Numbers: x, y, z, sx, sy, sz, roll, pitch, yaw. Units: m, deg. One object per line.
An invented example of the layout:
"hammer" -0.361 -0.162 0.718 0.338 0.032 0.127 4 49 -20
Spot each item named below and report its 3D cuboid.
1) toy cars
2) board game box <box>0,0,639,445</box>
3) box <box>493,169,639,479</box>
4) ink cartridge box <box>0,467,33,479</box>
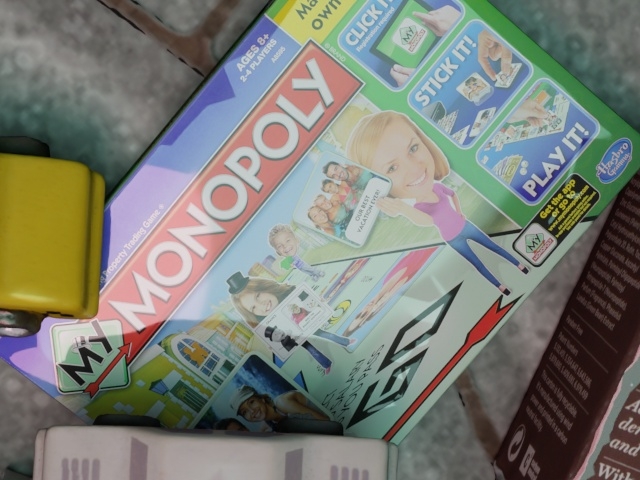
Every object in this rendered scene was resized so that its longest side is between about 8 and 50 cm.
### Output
"toy cars" -0.128 0.062 0.798 0.393 0.087 0.176 42 79 6
"board game box" 0.000 0.000 0.895 0.213 0.046 0.317 39 96 -12
"box" 0.265 0.010 0.875 0.191 0.143 0.381 22 97 -9
"ink cartridge box" -0.085 0.279 0.905 0.289 0.121 0.211 22 98 -9
